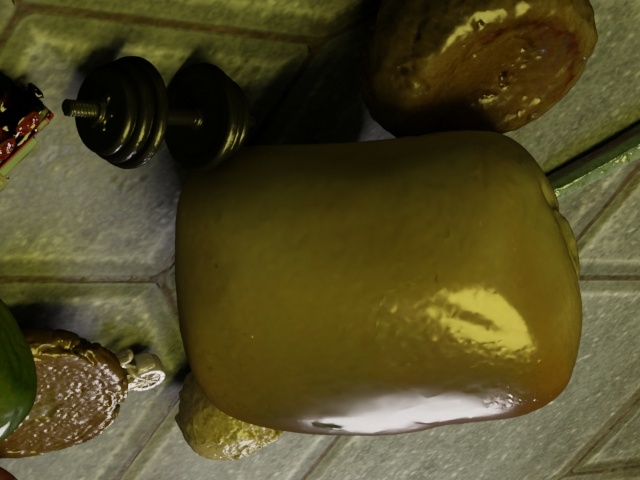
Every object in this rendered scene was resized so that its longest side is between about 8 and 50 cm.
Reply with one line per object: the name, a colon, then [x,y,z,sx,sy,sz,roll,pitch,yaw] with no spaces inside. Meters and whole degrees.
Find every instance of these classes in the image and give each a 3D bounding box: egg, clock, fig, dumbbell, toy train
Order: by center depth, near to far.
toy train: [-0.318,-0.033,1.484,0.250,0.053,0.085,-49,160,-3]
dumbbell: [-0.136,-0.109,1.536,0.208,0.099,0.099,1,137,-44]
fig: [-0.352,0.101,1.581,0.167,0.167,0.233,-28,143,-7]
clock: [-0.228,0.147,1.881,0.129,0.041,0.087,-15,149,-18]
egg: [-0.099,0.185,1.983,0.118,0.116,0.140,33,117,-33]

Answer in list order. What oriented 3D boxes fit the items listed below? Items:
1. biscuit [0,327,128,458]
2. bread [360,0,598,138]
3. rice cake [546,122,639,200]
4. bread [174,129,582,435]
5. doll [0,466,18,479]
biscuit: [-0.301,0.153,1.783,0.226,0.042,0.226,-10,144,-7]
bread: [0.140,-0.188,1.649,0.230,0.123,0.230,-17,148,-11]
rice cake: [0.326,-0.092,2.043,0.207,0.033,0.033,-29,139,-3]
bread: [0.056,0.051,1.671,0.376,0.253,0.348,-3,151,3]
doll: [-0.405,0.267,1.822,0.262,0.093,0.211,10,160,-38]
